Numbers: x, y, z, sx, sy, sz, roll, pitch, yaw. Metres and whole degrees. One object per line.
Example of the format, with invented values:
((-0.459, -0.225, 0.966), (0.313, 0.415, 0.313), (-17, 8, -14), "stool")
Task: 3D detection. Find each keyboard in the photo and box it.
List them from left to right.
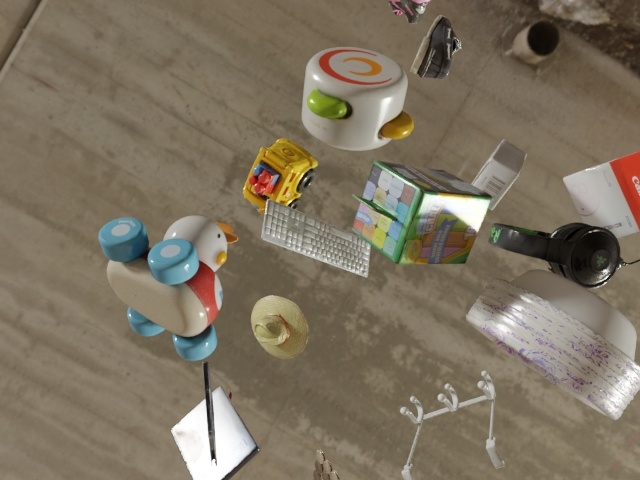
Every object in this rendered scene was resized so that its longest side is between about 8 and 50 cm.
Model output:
((0.000, 0.000, 1.029), (0.256, 0.072, 0.014), (22, 163, -39), "keyboard")

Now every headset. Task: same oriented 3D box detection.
((0.564, 0.055, 1.259), (0.394, 0.185, 0.243), (13, -172, 13), "headset")

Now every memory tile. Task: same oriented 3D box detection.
((0.014, 0.636, 1.515), (0.012, 0.148, 0.113), (-8, -150, -30), "memory tile")

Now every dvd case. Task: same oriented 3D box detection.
((-0.245, 0.390, 1.282), (0.018, 0.164, 0.221), (-5, 145, -12), "dvd case")
((-0.279, 0.516, 1.495), (0.253, 0.180, 0.022), (40, 168, 49), "dvd case")

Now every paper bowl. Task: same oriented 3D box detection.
((0.403, 0.157, 0.973), (0.284, 0.148, 0.284), (35, 178, 2), "paper bowl")

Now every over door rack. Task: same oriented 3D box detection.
((0.325, 0.458, 1.457), (0.108, 0.239, 0.324), (60, -159, -11), "over door rack")

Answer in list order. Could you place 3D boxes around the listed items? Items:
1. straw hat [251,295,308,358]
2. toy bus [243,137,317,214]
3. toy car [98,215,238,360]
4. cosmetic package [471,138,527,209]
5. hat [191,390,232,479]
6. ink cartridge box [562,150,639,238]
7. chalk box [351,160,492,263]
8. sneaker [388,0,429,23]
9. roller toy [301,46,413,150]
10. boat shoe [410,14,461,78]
((-0.102, 0.186, 1.192), (0.144, 0.144, 0.061), (31, -160, 22), "straw hat")
((-0.137, -0.151, 1.580), (0.149, 0.220, 0.211), (35, -153, 11), "toy bus")
((-0.219, 0.035, 1.001), (0.210, 0.238, 0.219), (20, 136, 26), "toy car")
((0.462, -0.177, 1.505), (0.085, 0.117, 0.231), (35, -150, 6), "cosmetic package")
((-0.356, 0.621, 1.822), (0.183, 0.173, 0.208), (58, -155, 14), "hat")
((0.719, -0.101, 1.409), (0.189, 0.066, 0.232), (66, 170, 0), "ink cartridge box")
((0.148, -0.044, 0.951), (0.213, 0.132, 0.132), (1, -154, -34), "chalk box")
((0.101, -0.338, 0.785), (0.119, 0.047, 0.057), (50, 154, 27), "sneaker")
((0.064, -0.267, 1.106), (0.209, 0.146, 0.191), (-3, -137, -12), "roller toy")
((0.209, -0.333, 1.008), (0.065, 0.075, 0.206), (25, -139, 4), "boat shoe")
